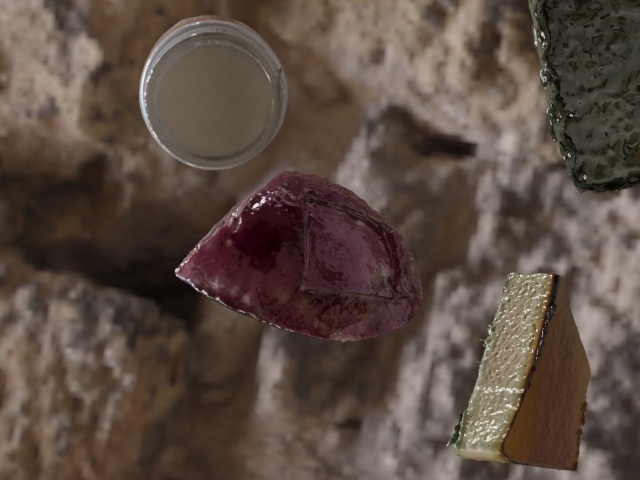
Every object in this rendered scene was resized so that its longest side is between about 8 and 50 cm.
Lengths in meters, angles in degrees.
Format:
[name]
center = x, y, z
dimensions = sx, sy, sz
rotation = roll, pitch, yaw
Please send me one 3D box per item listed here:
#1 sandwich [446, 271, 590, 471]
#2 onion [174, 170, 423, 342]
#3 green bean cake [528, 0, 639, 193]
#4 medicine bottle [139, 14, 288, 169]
[sandwich]
center = 0.176, 0.147, 1.531
dimensions = 0.193, 0.058, 0.162
rotation = -66, -35, -39
[onion]
center = 0.000, 0.000, 1.966
dimensions = 0.250, 0.247, 0.111
rotation = -46, -26, -61
[green bean cake]
center = 0.316, -0.183, 1.632
dimensions = 0.132, 0.255, 0.241
rotation = -95, -13, -58
[medicine bottle]
center = -0.101, -0.140, 1.732
dimensions = 0.252, 0.145, 0.144
rotation = -110, 23, -78
